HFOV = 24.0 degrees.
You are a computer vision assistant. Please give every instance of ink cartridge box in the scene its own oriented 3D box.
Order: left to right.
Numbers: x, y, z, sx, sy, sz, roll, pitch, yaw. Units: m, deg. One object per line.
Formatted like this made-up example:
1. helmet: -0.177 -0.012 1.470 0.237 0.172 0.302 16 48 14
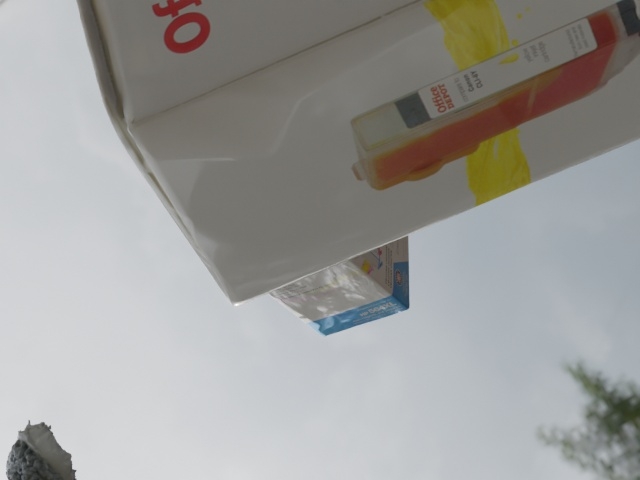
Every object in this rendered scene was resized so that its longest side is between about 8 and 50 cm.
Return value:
1. ink cartridge box: 0.000 0.000 1.239 0.143 0.090 0.092 40 -139 -45
2. ink cartridge box: 0.069 -0.173 0.810 0.160 0.384 0.279 64 -176 -47

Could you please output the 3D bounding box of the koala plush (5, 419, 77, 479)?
1. koala plush: -0.199 0.238 1.030 0.221 0.203 0.196 84 -153 -65
